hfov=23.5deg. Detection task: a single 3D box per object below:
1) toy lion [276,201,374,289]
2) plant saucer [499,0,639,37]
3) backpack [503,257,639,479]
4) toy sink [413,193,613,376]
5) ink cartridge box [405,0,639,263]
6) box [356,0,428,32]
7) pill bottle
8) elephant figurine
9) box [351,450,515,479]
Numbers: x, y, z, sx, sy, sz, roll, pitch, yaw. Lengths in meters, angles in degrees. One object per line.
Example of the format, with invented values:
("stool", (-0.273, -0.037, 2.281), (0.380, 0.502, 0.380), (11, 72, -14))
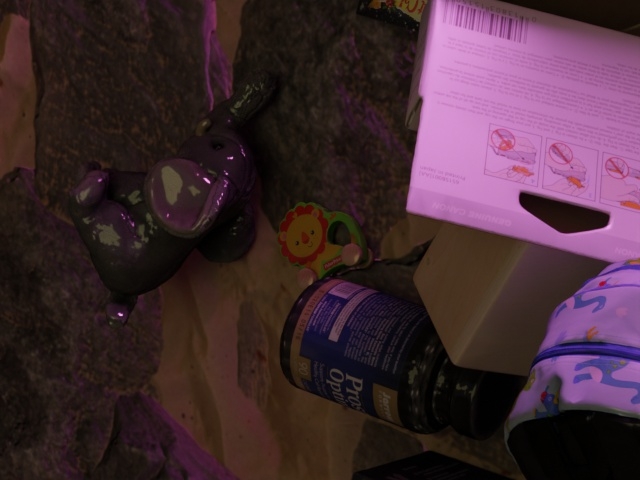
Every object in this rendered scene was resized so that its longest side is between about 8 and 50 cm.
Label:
("toy lion", (0.000, 0.000, 1.636), (0.100, 0.034, 0.096), (-28, 68, 29))
("plant saucer", (0.247, -0.279, 1.370), (0.278, 0.278, 0.041), (-42, 27, 25))
("backpack", (0.311, 0.178, 1.232), (0.290, 0.355, 0.273), (-10, 58, 58))
("toy sink", (0.229, 0.030, 1.402), (0.153, 0.234, 0.131), (-63, 31, 32))
("ink cartridge box", (0.210, -0.083, 1.336), (0.275, 0.060, 0.239), (13, 62, -6))
("box", (0.159, -0.271, 1.523), (0.233, 0.044, 0.159), (21, 101, 30))
("pill bottle", (0.079, 0.120, 1.530), (0.219, 0.122, 0.123), (17, 99, 32))
("elephant figurine", (-0.140, -0.048, 1.661), (0.239, 0.169, 0.186), (-18, 110, 16))
("box", (0.126, 0.277, 1.482), (0.158, 0.156, 0.093), (17, 100, 31))
